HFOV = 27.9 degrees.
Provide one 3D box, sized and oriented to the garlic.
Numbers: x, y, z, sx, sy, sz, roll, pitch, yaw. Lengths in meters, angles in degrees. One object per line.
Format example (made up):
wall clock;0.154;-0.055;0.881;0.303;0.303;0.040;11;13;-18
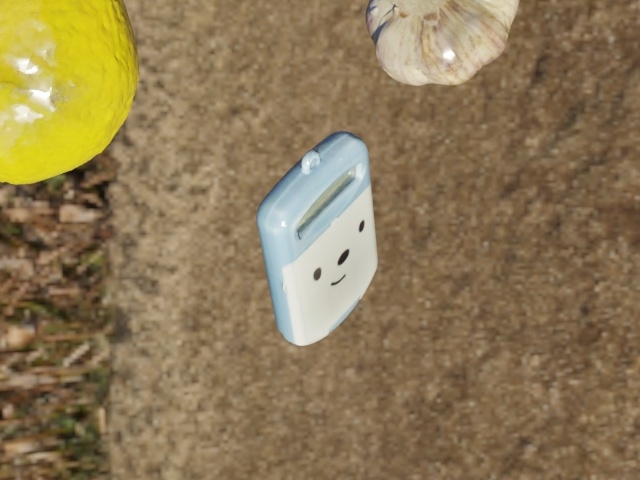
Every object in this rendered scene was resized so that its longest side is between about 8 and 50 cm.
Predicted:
garlic;0.113;-0.211;1.189;0.147;0.102;0.159;-8;67;23

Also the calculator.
calculator;0.000;0.000;1.079;0.039;0.121;0.210;27;147;26

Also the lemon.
lemon;-0.215;-0.130;0.914;0.193;0.180;0.180;75;-170;-82
